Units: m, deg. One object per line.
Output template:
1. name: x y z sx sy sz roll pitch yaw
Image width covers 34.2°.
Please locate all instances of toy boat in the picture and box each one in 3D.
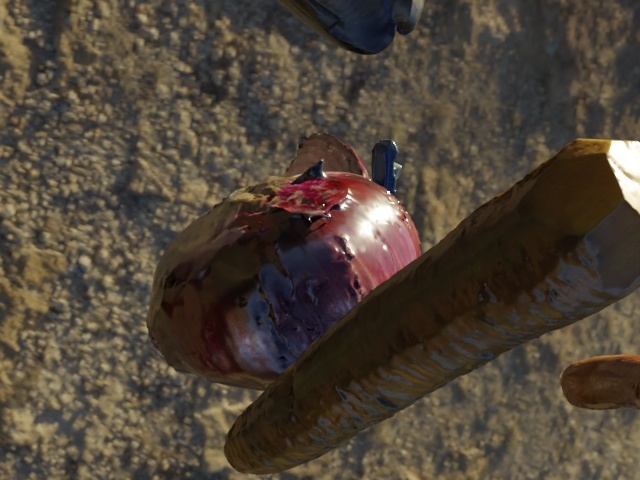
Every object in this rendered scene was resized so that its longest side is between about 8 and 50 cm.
1. toy boat: 0.084 -0.086 1.290 0.038 0.038 0.083 -28 127 -43

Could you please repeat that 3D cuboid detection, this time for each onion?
1. onion: -0.024 0.053 0.900 0.252 0.252 0.219 -27 101 -44
2. onion: 0.000 0.000 1.390 0.111 0.247 0.250 35 93 -33

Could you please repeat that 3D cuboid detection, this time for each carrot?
1. carrot: 0.040 0.053 0.504 0.066 0.314 0.066 21 49 -27

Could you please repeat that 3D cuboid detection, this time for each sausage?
1. sausage: 0.430 0.200 1.431 0.102 0.302 0.076 -16 89 -11

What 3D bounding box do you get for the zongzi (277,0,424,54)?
1. zongzi: 0.039 -0.455 1.120 0.403 0.208 0.432 33 105 -26
